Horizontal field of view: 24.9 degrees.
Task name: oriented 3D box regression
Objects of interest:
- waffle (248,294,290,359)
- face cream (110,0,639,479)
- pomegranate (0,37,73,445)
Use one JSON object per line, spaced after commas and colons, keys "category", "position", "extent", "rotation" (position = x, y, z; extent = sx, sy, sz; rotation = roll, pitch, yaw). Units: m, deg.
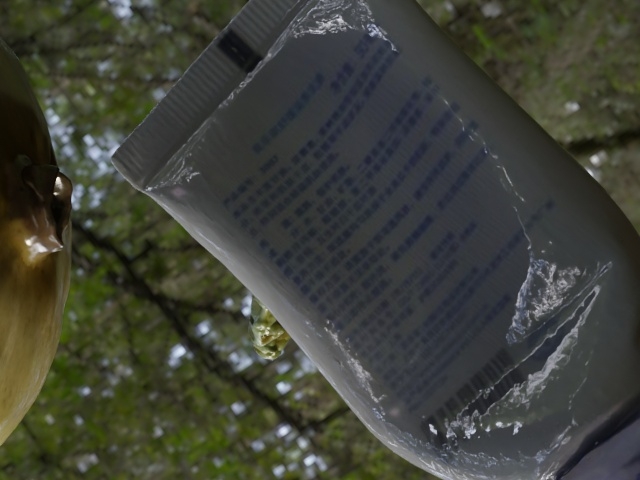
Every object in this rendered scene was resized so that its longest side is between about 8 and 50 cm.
{"category": "waffle", "position": [0.000, 0.000, 1.100], "extent": [0.036, 0.183, 0.169], "rotation": [28, 151, 11]}
{"category": "face cream", "position": [0.068, 0.010, 0.931], "extent": [0.420, 0.235, 0.137], "rotation": [47, -163, 12]}
{"category": "pomegranate", "position": [-0.282, -0.013, 0.772], "extent": [0.332, 0.333, 0.332], "rotation": [52, -168, -16]}
